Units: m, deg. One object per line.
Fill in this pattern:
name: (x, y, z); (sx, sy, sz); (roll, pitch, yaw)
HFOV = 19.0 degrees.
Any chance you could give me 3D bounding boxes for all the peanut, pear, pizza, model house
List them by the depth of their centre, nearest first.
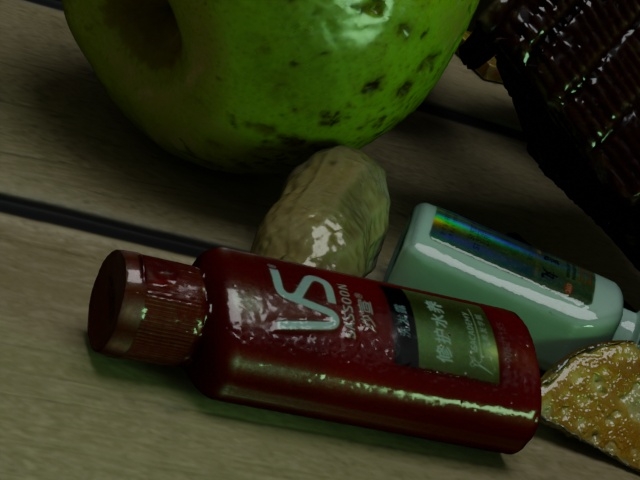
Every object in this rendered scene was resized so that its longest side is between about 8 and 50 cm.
pizza: (0.209, 0.133, 1.418); (0.123, 0.026, 0.109); (-25, 80, -28)
peanut: (0.000, 0.000, 1.445); (0.090, 0.099, 0.214); (11, 26, 10)
pear: (-0.024, -0.252, 1.586); (0.391, 0.391, 0.391); (20, 23, -9)
model house: (0.282, -0.180, 1.649); (0.297, 0.317, 0.282); (32, -21, 45)

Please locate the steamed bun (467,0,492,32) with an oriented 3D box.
steamed bun: (0.121, -0.300, 1.872); (0.324, 0.220, 0.309); (-12, -5, 34)

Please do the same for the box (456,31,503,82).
box: (0.188, -0.223, 2.210); (0.089, 0.022, 0.156); (8, 27, -31)

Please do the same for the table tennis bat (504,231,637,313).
table tennis bat: (0.217, 0.042, 1.662); (0.095, 0.014, 0.158); (-6, 38, -48)

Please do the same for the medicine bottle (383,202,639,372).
medicine bottle: (0.165, 0.051, 1.501); (0.228, 0.083, 0.121); (24, 18, -1)

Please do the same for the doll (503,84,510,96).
doll: (0.351, -0.154, 1.958); (0.349, 0.247, 0.247); (47, 28, 14)

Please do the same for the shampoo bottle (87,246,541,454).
shampoo bottle: (0.001, 0.069, 1.303); (0.314, 0.076, 0.118); (13, 47, -23)
